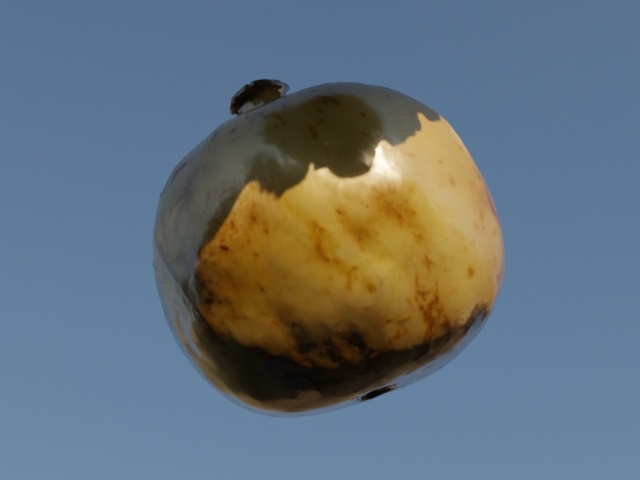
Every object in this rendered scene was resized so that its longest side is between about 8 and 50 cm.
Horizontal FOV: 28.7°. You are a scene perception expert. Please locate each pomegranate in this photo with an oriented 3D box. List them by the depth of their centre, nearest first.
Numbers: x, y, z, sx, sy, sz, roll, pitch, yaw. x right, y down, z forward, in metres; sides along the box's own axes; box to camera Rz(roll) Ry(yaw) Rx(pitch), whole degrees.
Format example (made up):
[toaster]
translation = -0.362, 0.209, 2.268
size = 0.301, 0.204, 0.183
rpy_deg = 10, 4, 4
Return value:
[pomegranate]
translation = 0.000, 0.000, 0.776
size = 0.215, 0.215, 0.215
rpy_deg = -3, -46, -3
